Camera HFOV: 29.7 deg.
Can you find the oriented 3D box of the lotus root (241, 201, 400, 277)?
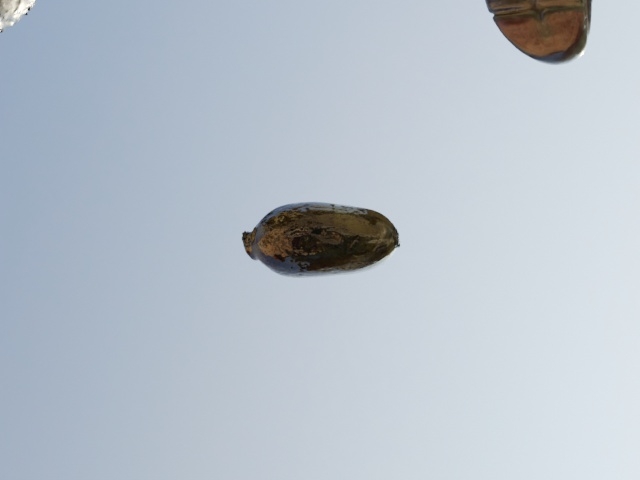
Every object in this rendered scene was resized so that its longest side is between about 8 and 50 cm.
[{"bbox_3d":[0.000,0.000,1.361,0.179,0.089,0.080,-1,-152,8],"label":"lotus root"}]

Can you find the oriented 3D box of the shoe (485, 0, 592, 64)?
[{"bbox_3d":[0.258,-0.304,1.311,0.137,0.114,0.291,29,-124,-40],"label":"shoe"}]

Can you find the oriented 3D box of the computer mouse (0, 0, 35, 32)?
[{"bbox_3d":[-0.472,-0.369,1.492,0.323,0.116,0.183,9,-88,-47],"label":"computer mouse"}]
